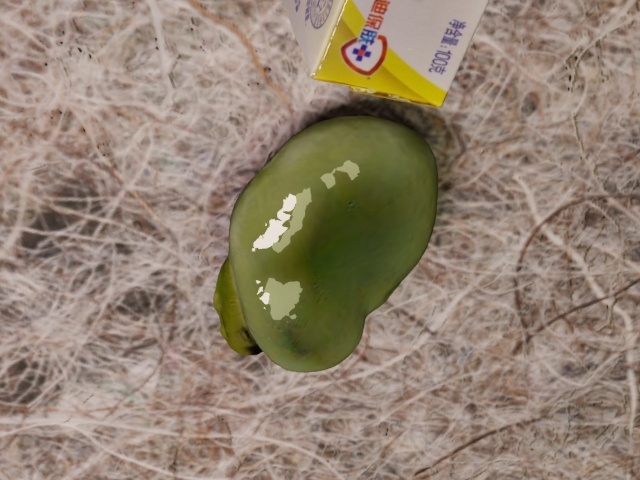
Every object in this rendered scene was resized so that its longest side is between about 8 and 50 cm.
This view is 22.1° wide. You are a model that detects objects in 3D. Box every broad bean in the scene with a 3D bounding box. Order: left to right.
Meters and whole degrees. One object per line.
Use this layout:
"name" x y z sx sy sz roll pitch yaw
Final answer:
"broad bean" 0.000 0.000 1.275 0.169 0.100 0.228 30 104 -38

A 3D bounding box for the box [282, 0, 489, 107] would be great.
"box" 0.063 -0.241 1.055 0.097 0.168 0.265 9 123 -21
